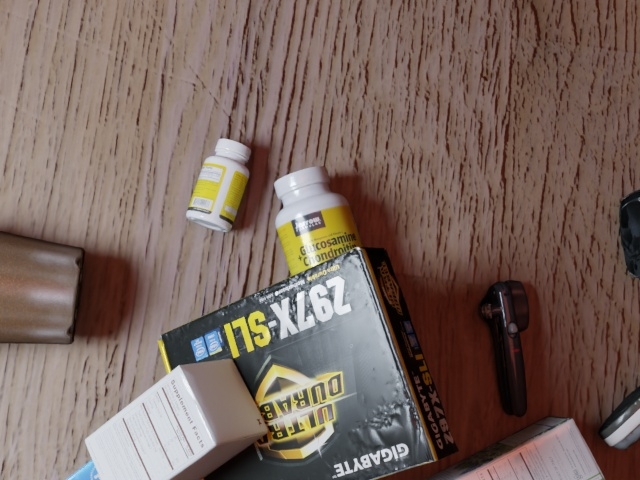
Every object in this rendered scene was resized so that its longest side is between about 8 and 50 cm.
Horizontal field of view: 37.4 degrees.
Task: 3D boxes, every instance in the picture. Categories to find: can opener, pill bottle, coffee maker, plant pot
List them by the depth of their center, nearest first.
[{"bbox_3d":[-0.387,0.060,1.188,0.165,0.167,0.167,6,80,-12],"label":"plant pot"},{"bbox_3d":[0.000,0.000,1.254,0.103,0.103,0.184,-17,83,-8],"label":"pill bottle"},{"bbox_3d":[-0.133,-0.075,1.273,0.065,0.065,0.116,19,80,-2],"label":"pill bottle"},{"bbox_3d":[0.256,0.145,1.277,0.073,0.059,0.186,-3,81,-6],"label":"can opener"},{"bbox_3d":[0.514,-0.030,1.313,0.178,0.120,0.171,0,58,-6],"label":"coffee maker"}]

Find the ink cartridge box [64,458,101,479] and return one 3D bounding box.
[{"bbox_3d":[-0.246,0.388,1.182,0.134,0.078,0.231,-38,86,-10],"label":"ink cartridge box"}]

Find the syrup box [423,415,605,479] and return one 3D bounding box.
[{"bbox_3d":[0.234,0.322,1.229,0.237,0.093,0.096,-26,85,-9],"label":"syrup box"}]

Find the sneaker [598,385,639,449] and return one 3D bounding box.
[{"bbox_3d":[0.532,0.234,1.263,0.295,0.124,0.178,-33,76,-11],"label":"sneaker"}]

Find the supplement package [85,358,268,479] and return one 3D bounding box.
[{"bbox_3d":[-0.172,0.233,1.125,0.179,0.105,0.105,-38,69,24],"label":"supplement package"}]

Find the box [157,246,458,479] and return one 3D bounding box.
[{"bbox_3d":[-0.026,0.182,1.145,0.322,0.079,0.257,-24,76,27],"label":"box"}]
